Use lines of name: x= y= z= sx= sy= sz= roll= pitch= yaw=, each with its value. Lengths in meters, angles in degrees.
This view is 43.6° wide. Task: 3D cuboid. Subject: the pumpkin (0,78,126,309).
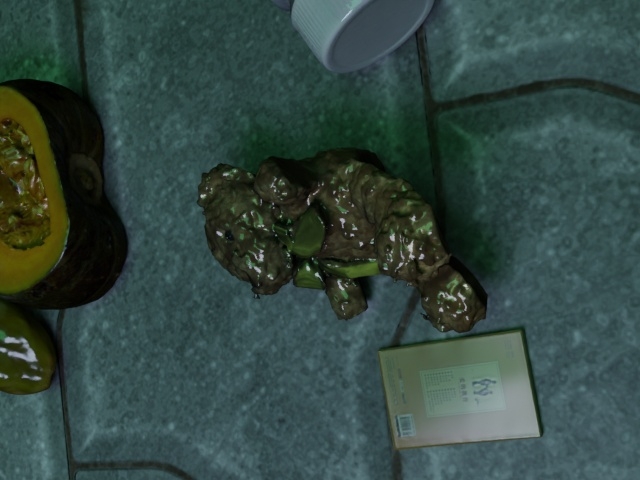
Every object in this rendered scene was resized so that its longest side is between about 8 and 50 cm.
pumpkin: x=-0.400 y=-0.056 z=1.090 sx=0.221 sy=0.139 sz=0.317 roll=-18 pitch=85 yaw=20

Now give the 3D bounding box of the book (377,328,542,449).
book: x=0.153 y=0.169 z=0.899 sx=0.172 sy=0.012 sz=0.118 roll=-11 pitch=85 yaw=24

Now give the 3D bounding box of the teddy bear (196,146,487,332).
teddy bear: x=0.003 y=0.007 z=0.855 sx=0.222 sy=0.246 sz=0.296 roll=-36 pitch=45 yaw=2

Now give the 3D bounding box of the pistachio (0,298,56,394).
pistachio: x=-0.450 y=0.140 z=1.127 sx=0.189 sy=0.100 sz=0.110 roll=40 pitch=110 yaw=21

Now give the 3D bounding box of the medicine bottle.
medicine bottle: x=-0.006 y=-0.337 z=0.893 sx=0.165 sy=0.165 sz=0.273 roll=-37 pitch=76 yaw=20
